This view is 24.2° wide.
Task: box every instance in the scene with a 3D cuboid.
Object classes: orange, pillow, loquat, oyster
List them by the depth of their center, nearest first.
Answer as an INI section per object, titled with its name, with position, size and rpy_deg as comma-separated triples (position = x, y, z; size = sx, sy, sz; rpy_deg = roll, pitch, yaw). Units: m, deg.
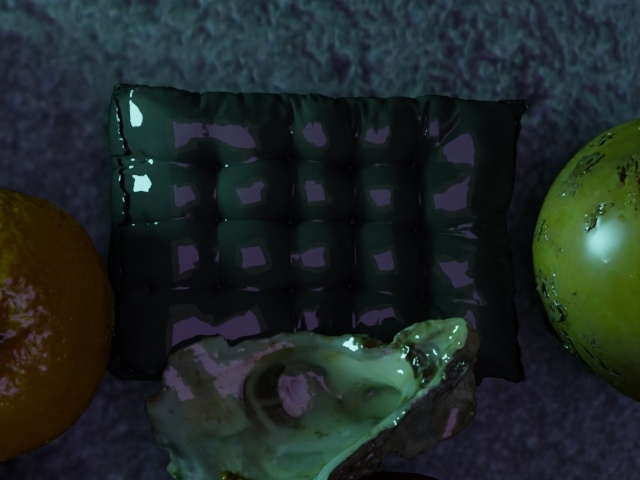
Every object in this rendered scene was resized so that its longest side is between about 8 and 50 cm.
[orange]
position = -0.233, 0.058, 1.033
size = 0.193, 0.161, 0.193
rpy_deg = 1, 87, -21
[oyster]
position = 0.004, 0.125, 1.044
size = 0.233, 0.107, 0.161
rpy_deg = -20, 54, -12
[pillow]
position = 0.000, 0.000, 1.141
size = 0.326, 0.101, 0.228
rpy_deg = 2, 87, -18
[loquat]
position = 0.276, 0.013, 1.159
size = 0.235, 0.235, 0.235
rpy_deg = 0, 90, -17

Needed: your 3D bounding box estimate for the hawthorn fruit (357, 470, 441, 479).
[hawthorn fruit]
position = -0.014, 0.273, 1.062
size = 0.300, 0.254, 0.254
rpy_deg = 18, 84, -8
